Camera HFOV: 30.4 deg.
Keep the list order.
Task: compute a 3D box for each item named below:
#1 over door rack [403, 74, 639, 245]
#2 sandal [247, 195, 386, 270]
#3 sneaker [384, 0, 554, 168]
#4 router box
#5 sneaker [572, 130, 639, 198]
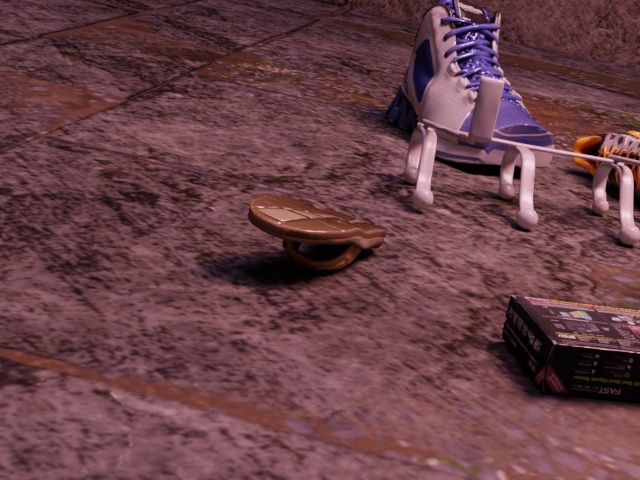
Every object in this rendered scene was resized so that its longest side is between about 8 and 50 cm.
[{"bbox_3d":[0.220,-0.067,1.150,0.239,0.108,0.324,9,-3,-6],"label":"over door rack"},{"bbox_3d":[0.000,0.000,0.969,0.072,0.049,0.180,25,7,24],"label":"sandal"},{"bbox_3d":[0.181,-0.209,1.499,0.127,0.182,0.315,2,19,-22],"label":"sneaker"},{"bbox_3d":[0.202,0.078,0.844,0.122,0.038,0.092,7,18,-12],"label":"router box"},{"bbox_3d":[0.373,-0.087,1.414,0.083,0.084,0.215,3,9,-12],"label":"sneaker"}]
